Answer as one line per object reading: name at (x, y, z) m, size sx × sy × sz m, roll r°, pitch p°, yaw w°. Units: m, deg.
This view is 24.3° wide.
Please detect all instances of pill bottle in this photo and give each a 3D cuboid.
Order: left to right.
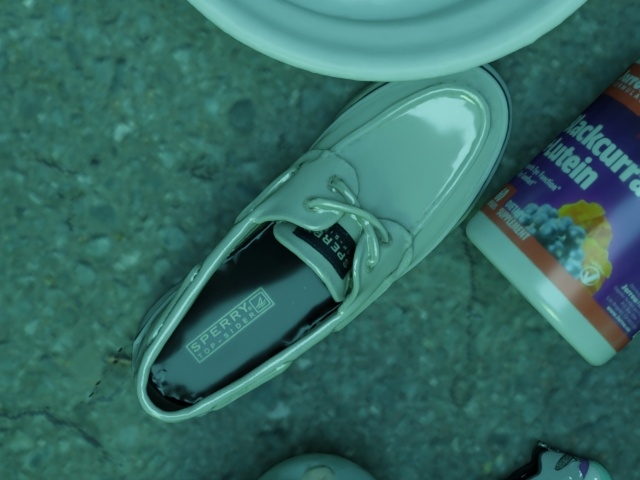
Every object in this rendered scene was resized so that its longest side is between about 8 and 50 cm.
pill bottle at (0.181, -0.034, 0.800) m, size 0.193 × 0.108 × 0.108 m, roll -44°, pitch 98°, yaw 4°

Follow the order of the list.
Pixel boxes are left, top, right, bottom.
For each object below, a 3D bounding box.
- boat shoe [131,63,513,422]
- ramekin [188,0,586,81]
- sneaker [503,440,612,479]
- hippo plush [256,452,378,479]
boat shoe at (0.000, 0.000, 0.807) m, size 0.267 × 0.088 × 0.096 m, roll -38°, pitch 98°, yaw 4°
ramekin at (0.030, -0.222, 0.753) m, size 0.277 × 0.135 × 0.277 m, roll 0°, pitch 98°, yaw -2°
sneaker at (0.119, 0.163, 0.864) m, size 0.069 × 0.038 × 0.098 m, roll 26°, pitch 87°, yaw -4°
hippo plush at (0.002, 0.258, 0.816) m, size 0.294 × 0.234 × 0.236 m, roll -43°, pitch 67°, yaw -11°
